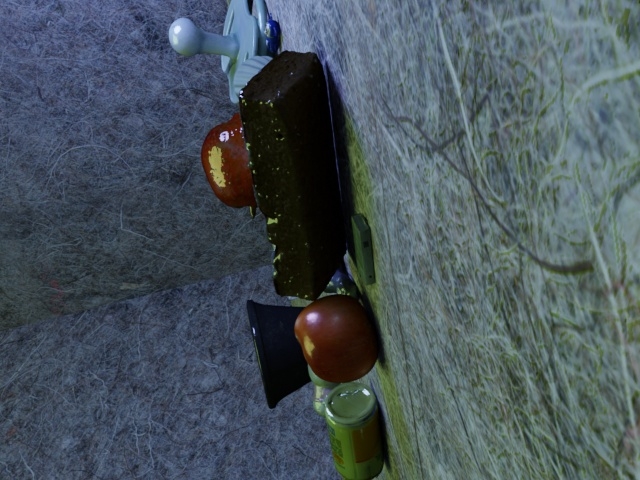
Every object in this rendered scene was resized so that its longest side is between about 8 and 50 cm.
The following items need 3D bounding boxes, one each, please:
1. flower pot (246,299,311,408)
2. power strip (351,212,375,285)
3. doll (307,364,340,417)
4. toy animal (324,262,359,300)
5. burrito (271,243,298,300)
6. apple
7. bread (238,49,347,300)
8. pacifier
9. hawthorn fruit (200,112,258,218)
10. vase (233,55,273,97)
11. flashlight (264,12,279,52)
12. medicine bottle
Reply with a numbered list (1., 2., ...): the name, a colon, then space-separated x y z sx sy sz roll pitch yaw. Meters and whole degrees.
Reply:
1. flower pot: -0.102 0.362 2.157 0.379 0.251 0.379 169 90 -84
2. power strip: 0.070 0.021 1.015 0.051 0.019 0.136 -115 13 -51
3. doll: 0.014 0.418 1.890 0.155 0.113 0.274 -140 35 -84
4. toy animal: -0.006 0.035 1.364 0.205 0.081 0.367 116 143 -44
5. burrito: -0.105 0.065 2.226 0.143 0.105 0.299 91 163 -80
6. apple: 0.027 0.181 1.155 0.163 0.139 0.163 160 90 -75
7. bread: -0.042 -0.099 1.082 0.165 0.113 0.416 -59 -30 -45
8. pacifier: -0.260 -0.532 1.650 0.288 0.269 0.343 -65 35 38
9. hawthorn fruit: -0.196 -0.208 1.744 0.275 0.276 0.299 -141 46 -79
10. vase: -0.116 -0.348 1.400 0.248 0.128 0.128 -145 40 -67
11. flashlight: -0.114 -0.474 1.458 0.121 0.036 0.057 109 146 -77
12. medicine bottle: 0.079 0.433 1.383 0.124 0.124 0.238 -113 10 -53
